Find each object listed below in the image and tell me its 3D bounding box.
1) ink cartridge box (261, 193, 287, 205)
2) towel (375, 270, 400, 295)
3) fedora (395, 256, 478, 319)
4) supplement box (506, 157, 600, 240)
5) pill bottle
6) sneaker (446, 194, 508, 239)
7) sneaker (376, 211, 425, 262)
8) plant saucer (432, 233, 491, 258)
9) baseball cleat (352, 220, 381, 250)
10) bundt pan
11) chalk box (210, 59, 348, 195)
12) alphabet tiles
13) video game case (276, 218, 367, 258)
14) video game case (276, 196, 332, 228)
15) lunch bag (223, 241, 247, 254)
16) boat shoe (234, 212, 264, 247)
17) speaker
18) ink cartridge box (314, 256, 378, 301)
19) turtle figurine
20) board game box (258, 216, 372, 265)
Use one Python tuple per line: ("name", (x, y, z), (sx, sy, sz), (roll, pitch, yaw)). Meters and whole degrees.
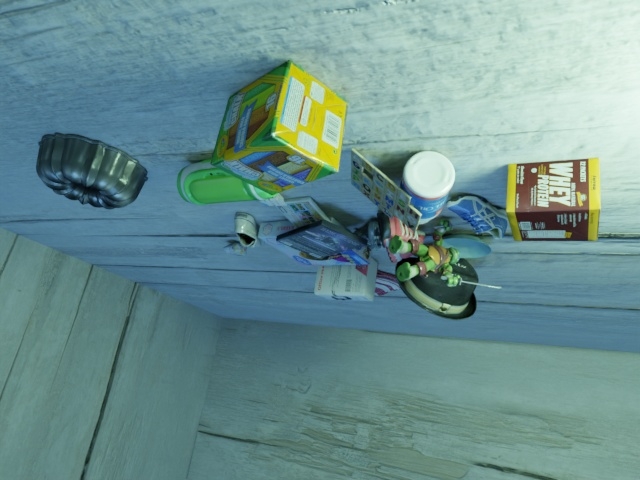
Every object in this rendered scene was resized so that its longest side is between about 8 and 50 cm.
("ink cartridge box", (-0.150, -0.133, 1.604), (0.083, 0.028, 0.048), (2, 160, 22))
("towel", (0.247, 0.201, 2.359), (0.237, 0.037, 0.329), (17, 160, -18))
("fedora", (0.446, 0.130, 1.817), (0.334, 0.334, 0.152), (16, 127, -16))
("supplement box", (0.565, -0.091, 1.214), (0.194, 0.129, 0.191), (0, 158, 27))
("pill bottle", (0.264, -0.123, 1.282), (0.124, 0.124, 0.221), (7, 162, 7))
("sneaker", (0.449, -0.067, 1.416), (0.211, 0.081, 0.080), (18, 161, -17))
("sneaker", (0.269, -0.025, 1.634), (0.136, 0.116, 0.314), (-13, 157, 13))
("plant saucer", (0.479, 0.012, 1.697), (0.195, 0.037, 0.195), (9, 162, 3))
("baseball cleat", (0.157, -0.015, 1.729), (0.109, 0.072, 0.206), (12, 158, 15))
("bundt pan", (-0.722, -0.196, 1.568), (0.330, 0.124, 0.331), (9, 162, 3))
("chalk box", (-0.109, -0.224, 1.093), (0.179, 0.180, 0.289), (25, 155, -38))
("alphabet tiles", (0.166, -0.119, 1.308), (0.237, 0.009, 0.198), (43, 168, 16))
("video game case", (0.000, 0.000, 1.724), (0.196, 0.026, 0.274), (24, 155, -31))
("video game case", (-0.056, -0.088, 1.664), (0.143, 0.019, 0.157), (-3, 146, 33))
("lunch bag", (-0.367, 0.035, 2.163), (0.083, 0.053, 0.071), (12, 166, -38))
("boat shoe", (-0.271, -0.016, 1.910), (0.096, 0.088, 0.267), (8, 161, 5))
("speaker", (-0.261, -0.168, 1.413), (0.296, 0.131, 0.131), (-1, 158, 29))
("ink cartridge box", (0.107, 0.158, 2.091), (0.237, 0.172, 0.100), (-2, 158, 32))
("turtle figurine", (0.365, 0.034, 1.519), (0.266, 0.198, 0.274), (-4, -167, -28))
("board game box", (-0.016, 0.013, 1.895), (0.318, 0.066, 0.318), (-3, 156, 33))
